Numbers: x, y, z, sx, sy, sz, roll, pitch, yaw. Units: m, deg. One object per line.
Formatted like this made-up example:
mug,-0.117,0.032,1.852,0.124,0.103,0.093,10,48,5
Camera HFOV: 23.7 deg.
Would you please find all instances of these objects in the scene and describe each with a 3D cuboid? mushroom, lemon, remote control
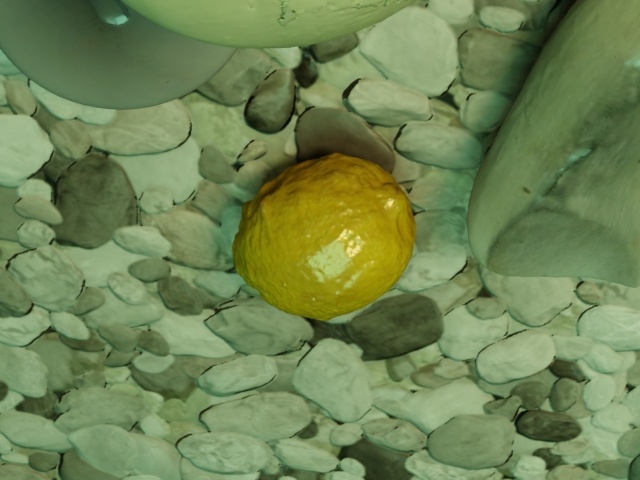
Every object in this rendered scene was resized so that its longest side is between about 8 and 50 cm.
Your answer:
mushroom,0.257,-0.129,1.223,0.177,0.126,0.397,9,133,-16
lemon,0.000,0.000,1.354,0.187,0.142,0.142,-20,128,29
remote control,-0.186,-0.238,1.179,0.221,0.103,0.332,-22,126,14

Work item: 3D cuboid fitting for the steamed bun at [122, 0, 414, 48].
steamed bun,-0.013,-0.267,1.003,0.334,0.233,0.312,-29,136,4
